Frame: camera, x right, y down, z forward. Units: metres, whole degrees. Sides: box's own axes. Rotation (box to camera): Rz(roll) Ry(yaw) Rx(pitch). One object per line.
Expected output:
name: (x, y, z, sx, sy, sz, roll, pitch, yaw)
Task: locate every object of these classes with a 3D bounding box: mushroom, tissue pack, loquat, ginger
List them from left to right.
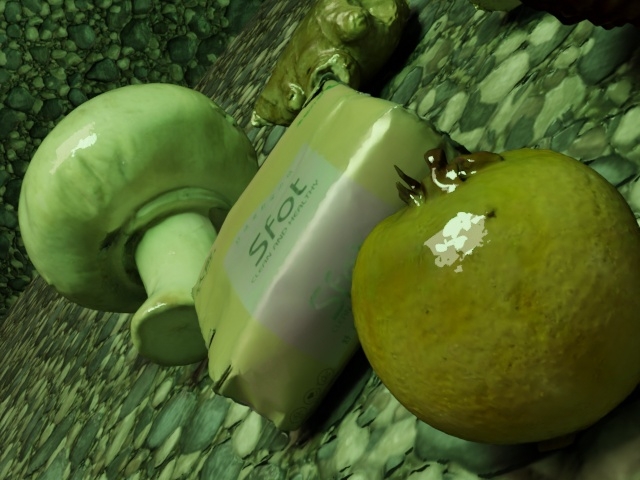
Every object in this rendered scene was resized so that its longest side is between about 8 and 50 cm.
mushroom: (-0.233, -0.024, 0.929, 0.315, 0.315, 0.356, -30, 31, 46)
tissue pack: (0.000, 0.000, 0.633, 0.256, 0.123, 0.215, -58, 22, 8)
ginger: (0.010, -0.231, 0.987, 0.270, 0.123, 0.218, -53, 15, 28)
loquat: (0.089, 0.026, 0.373, 0.137, 0.163, 0.163, -29, 7, -32)

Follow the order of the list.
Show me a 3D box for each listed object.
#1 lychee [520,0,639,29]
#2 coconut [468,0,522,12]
lychee: (0.189, -0.263, 0.443, 0.264, 0.264, 0.300, -50, 45, 7)
coconut: (0.184, -0.303, 0.696, 0.153, 0.147, 0.147, -23, 36, 50)
